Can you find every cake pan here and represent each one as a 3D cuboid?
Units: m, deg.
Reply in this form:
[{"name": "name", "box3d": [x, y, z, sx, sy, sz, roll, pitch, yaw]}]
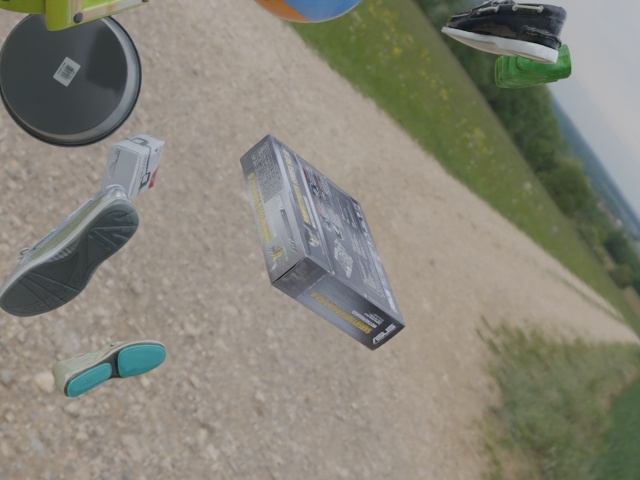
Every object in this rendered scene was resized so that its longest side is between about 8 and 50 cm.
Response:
[{"name": "cake pan", "box3d": [-0.504, -0.333, 1.873, 0.293, 0.293, 0.054, 54, -1, -2]}]

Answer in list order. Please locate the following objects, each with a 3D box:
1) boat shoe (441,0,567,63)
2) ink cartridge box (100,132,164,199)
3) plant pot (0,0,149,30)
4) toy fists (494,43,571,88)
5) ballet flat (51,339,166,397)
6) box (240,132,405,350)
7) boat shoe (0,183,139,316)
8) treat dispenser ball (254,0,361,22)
[{"name": "boat shoe", "box3d": [0.317, -0.368, 1.617, 0.114, 0.091, 0.302, 13, 11, -32]}, {"name": "ink cartridge box", "box3d": [-0.386, -0.153, 1.941, 0.063, 0.109, 0.150, 20, 18, 5]}, {"name": "plant pot", "box3d": [-0.376, -0.452, 1.409, 0.207, 0.227, 0.228, 33, 41, 24]}, {"name": "toy fists", "box3d": [0.472, -0.399, 2.136, 0.279, 0.142, 0.096, -65, 146, -82]}, {"name": "ballet flat", "box3d": [-0.434, 0.246, 1.923, 0.248, 0.086, 0.086, -15, 66, -42]}, {"name": "box", "box3d": [0.000, 0.000, 1.126, 0.183, 0.056, 0.231, 35, 25, -38]}, {"name": "boat shoe", "box3d": [-0.484, 0.021, 1.796, 0.118, 0.320, 0.103, 42, 9, -40]}, {"name": "treat dispenser ball", "box3d": [-0.022, -0.534, 1.674, 0.288, 0.288, 0.288, 50, 14, -18]}]
